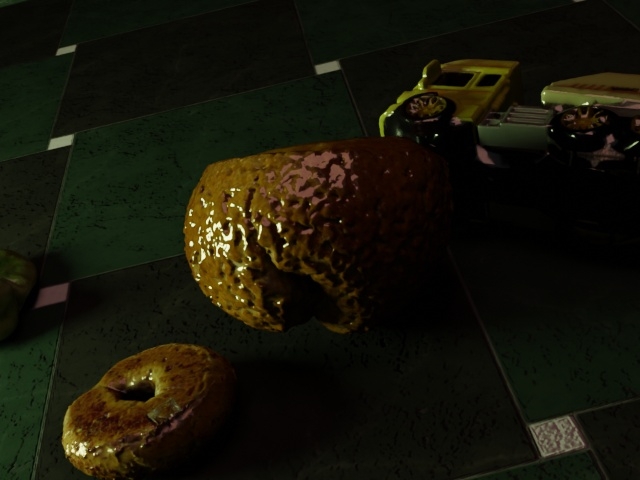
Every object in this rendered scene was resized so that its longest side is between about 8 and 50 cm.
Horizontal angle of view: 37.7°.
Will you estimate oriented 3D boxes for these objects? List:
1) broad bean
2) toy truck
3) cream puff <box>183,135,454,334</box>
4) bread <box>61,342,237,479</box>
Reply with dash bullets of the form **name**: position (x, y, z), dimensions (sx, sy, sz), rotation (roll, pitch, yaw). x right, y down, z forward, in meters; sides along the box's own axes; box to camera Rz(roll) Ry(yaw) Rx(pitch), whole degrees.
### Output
- **broad bean**: position (-0.451, 0.077, 1.238), dimensions (0.153, 0.072, 0.207), rotation (-17, 21, -9)
- **toy truck**: position (0.291, -0.120, 1.147), dimensions (0.405, 0.181, 0.254), rotation (9, 41, 30)
- **cream puff**: position (0.000, 0.000, 1.030), dimensions (0.303, 0.212, 0.303), rotation (-5, 1, 0)
- **bread**: position (-0.176, 0.178, 0.979), dimensions (0.193, 0.064, 0.193), rotation (-14, 28, 8)
